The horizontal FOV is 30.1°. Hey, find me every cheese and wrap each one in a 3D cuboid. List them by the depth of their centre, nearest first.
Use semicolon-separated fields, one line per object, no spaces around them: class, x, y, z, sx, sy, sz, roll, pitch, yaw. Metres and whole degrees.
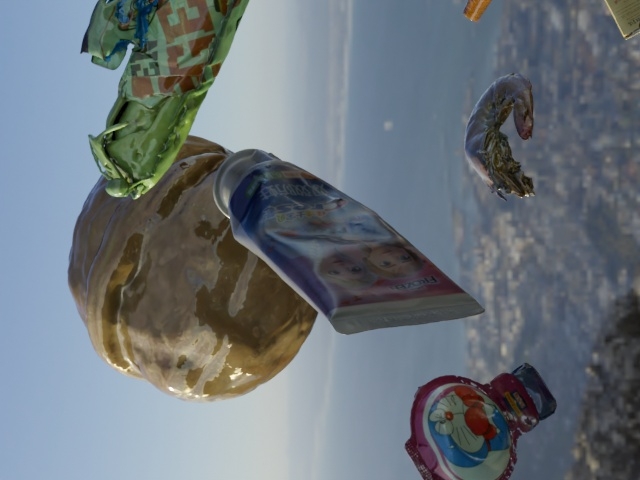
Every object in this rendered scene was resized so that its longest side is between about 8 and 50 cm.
cheese;0.120;0.136;0.883;0.095;0.145;0.038;59;143;9

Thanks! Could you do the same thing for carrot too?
carrot;0.181;-0.280;1.286;0.032;0.032;0.093;-93;22;-48

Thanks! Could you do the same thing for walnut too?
walnut;-0.128;0.028;1.243;0.296;0.285;0.285;31;134;37

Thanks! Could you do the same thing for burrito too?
burrito;-0.113;-0.170;0.890;0.054;0.104;0.288;-99;32;-75

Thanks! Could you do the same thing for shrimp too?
shrimp;0.239;-0.134;1.519;0.133;0.053;0.236;-49;24;24

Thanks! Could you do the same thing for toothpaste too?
toothpaste;0.000;0.000;0.775;0.266;0.096;0.061;-141;48;-59

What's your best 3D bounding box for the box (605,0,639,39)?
box;0.463;-0.387;1.812;0.149;0.073;0.020;65;-165;5
